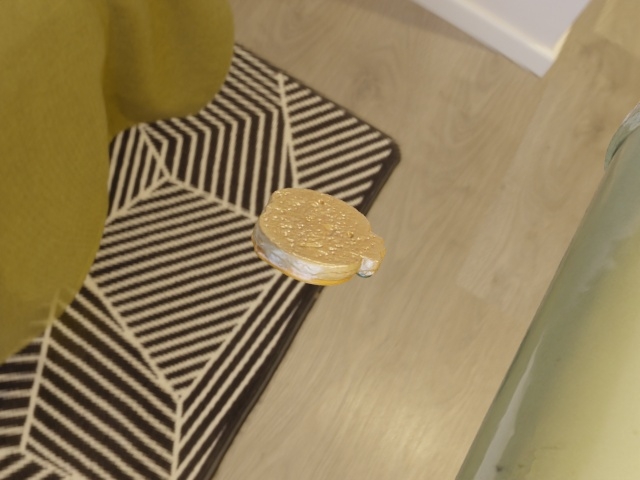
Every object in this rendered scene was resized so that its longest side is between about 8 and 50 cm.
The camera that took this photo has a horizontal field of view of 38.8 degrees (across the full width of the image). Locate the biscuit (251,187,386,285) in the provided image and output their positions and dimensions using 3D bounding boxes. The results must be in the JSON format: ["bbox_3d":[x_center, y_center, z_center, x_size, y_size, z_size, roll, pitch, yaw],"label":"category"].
[{"bbox_3d":[-0.001,0.003,1.107,0.170,0.050,0.170,13,33,-9],"label":"biscuit"}]

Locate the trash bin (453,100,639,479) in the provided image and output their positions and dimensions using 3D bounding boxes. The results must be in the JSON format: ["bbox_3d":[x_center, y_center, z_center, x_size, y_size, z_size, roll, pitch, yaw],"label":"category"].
[{"bbox_3d":[0.160,0.094,0.398,0.121,0.243,0.247,11,56,40],"label":"trash bin"}]
